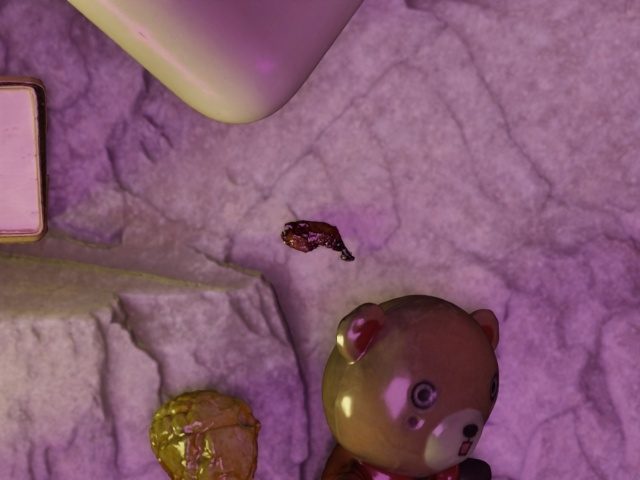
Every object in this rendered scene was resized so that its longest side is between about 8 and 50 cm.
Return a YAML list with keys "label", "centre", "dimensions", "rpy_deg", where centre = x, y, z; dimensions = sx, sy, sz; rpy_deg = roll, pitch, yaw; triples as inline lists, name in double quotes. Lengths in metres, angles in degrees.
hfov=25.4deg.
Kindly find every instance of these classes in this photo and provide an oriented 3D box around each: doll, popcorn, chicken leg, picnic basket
- label: "doll"
  centre: [0.080, 0.215, 1.457]
  dimensions: [0.235, 0.174, 0.330]
  rpy_deg: [5, 103, -39]
- label: "popcorn"
  centre: [-0.115, 0.209, 1.462]
  dimensions: [0.120, 0.116, 0.106]
  rpy_deg: [32, 58, 27]
- label: "chicken leg"
  centre: [-0.001, -0.002, 1.478]
  dimensions: [0.083, 0.021, 0.036]
  rpy_deg: [13, 88, -13]
- label: "picnic basket"
  centre: [-0.326, -0.080, 1.394]
  dimensions: [0.115, 0.079, 0.164]
  rpy_deg: [0, 99, -6]

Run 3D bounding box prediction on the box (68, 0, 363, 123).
- label: "box"
  centre: [-0.104, -0.296, 1.304]
  dimensions: [0.349, 0.141, 0.289]
  rpy_deg: [41, 80, -32]
